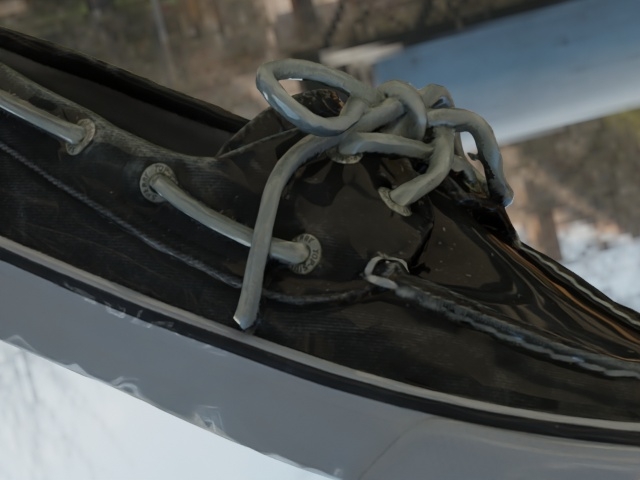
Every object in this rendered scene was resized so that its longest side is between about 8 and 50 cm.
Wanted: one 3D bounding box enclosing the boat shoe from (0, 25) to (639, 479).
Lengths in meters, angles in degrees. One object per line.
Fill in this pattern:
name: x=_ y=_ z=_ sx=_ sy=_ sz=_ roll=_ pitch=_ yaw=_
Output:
boat shoe: x=0.002 y=0.000 z=0.553 sx=0.306 sy=0.105 sz=0.113 roll=18 pitch=-168 yaw=33
